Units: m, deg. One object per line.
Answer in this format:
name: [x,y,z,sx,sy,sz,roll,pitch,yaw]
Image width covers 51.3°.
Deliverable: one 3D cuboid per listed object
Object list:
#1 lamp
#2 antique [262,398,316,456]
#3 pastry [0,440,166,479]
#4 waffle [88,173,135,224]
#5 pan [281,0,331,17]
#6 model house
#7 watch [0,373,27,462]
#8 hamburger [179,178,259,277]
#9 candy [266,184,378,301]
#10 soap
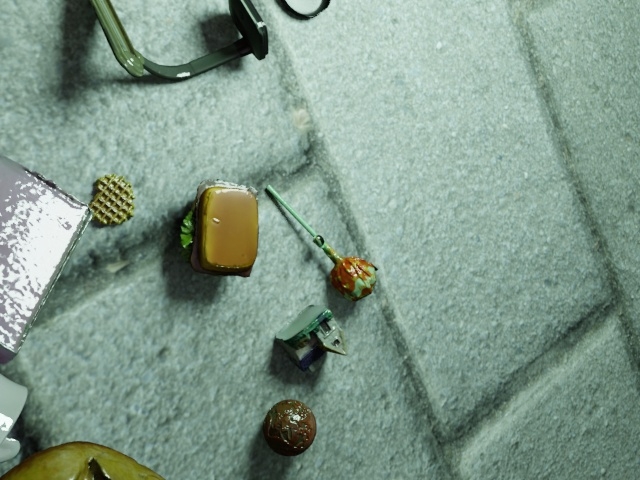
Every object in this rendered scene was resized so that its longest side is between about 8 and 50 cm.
lamp: [-0.242,-0.368,1.120,0.283,0.124,0.203,-24,80,-26]
antique: [-0.056,0.334,1.189,0.104,0.104,0.104,1,87,-30]
pastry: [-0.353,0.454,0.948,0.356,0.164,0.356,-9,104,-43]
waffle: [-0.340,-0.067,1.087,0.078,0.016,0.085,7,85,-34]
pan: [-0.052,-0.525,1.257,0.115,0.040,0.212,-34,112,-26]
model house: [-0.011,0.188,1.227,0.101,0.088,0.100,-38,105,-22]
watch: [-0.489,0.278,0.863,0.196,0.231,0.244,44,64,-23]
hamburger: [-0.173,-0.021,1.141,0.137,0.087,0.165,9,82,-29]
candy: [0.001,-0.001,1.262,0.287,0.078,0.084,48,69,-11]
soap: [-0.454,0.020,0.928,0.181,0.081,0.259,32,51,-24]
